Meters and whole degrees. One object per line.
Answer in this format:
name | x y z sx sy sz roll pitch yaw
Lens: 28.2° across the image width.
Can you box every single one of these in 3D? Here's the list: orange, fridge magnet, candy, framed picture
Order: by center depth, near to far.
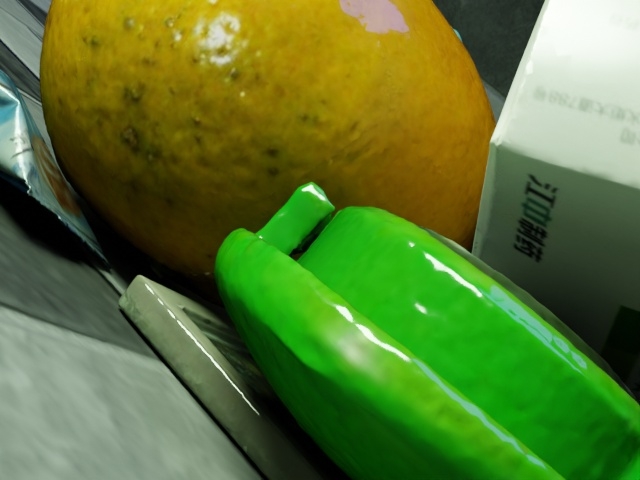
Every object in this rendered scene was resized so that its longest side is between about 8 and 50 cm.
fridge magnet | 0.048 0.061 0.471 0.208 0.088 0.208 40 -5 4
candy | -0.141 -0.048 0.546 0.136 0.038 0.088 50 -7 18
framed picture | 0.059 0.134 0.596 0.240 0.020 0.324 45 5 31
orange | -0.030 -0.056 0.609 0.240 0.171 0.240 37 -12 9

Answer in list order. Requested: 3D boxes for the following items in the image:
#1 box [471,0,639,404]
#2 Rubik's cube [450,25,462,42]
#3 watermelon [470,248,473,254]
box | 0.163 0.006 0.576 0.173 0.145 0.333 17 -28 10
Rubik's cube | 0.024 -0.005 0.944 0.254 0.254 0.254 42 4 -4
watermelon | 0.111 -0.015 1.245 0.310 0.193 0.231 23 28 -13
